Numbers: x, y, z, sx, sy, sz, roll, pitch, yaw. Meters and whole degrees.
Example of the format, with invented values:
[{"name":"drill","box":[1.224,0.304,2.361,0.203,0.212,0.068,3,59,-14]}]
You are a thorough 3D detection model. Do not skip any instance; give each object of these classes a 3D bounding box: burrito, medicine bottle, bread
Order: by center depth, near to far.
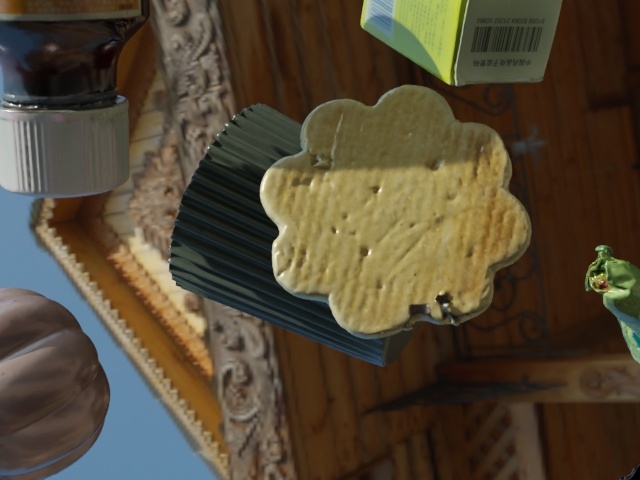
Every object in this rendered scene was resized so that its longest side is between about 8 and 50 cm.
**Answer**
[{"name":"burrito","box":[0.379,0.115,1.202,0.288,0.104,0.054,41,-120,-14]},{"name":"bread","box":[0.083,-0.032,1.289,0.054,0.316,0.316,68,-152,-72]},{"name":"medicine bottle","box":[0.165,-0.291,1.364,0.137,0.250,0.141,-4,-61,-25]},{"name":"medicine bottle","box":[-0.322,-0.255,1.385,0.242,0.242,0.395,-18,-71,-48]}]

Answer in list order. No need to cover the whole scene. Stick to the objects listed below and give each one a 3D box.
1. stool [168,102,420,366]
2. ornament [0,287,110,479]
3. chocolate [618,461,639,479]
[{"name":"stool","box":[0.000,0.000,1.592,0.297,0.330,0.297,-57,-17,-28]},{"name":"ornament","box":[-0.283,0.136,1.004,0.177,0.177,0.177,9,-103,-47]},{"name":"chocolate","box":[0.410,0.359,1.303,0.206,0.177,0.224,40,-130,10]}]
